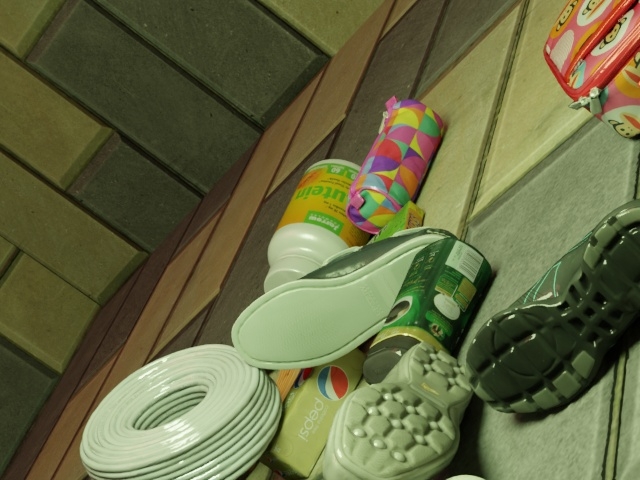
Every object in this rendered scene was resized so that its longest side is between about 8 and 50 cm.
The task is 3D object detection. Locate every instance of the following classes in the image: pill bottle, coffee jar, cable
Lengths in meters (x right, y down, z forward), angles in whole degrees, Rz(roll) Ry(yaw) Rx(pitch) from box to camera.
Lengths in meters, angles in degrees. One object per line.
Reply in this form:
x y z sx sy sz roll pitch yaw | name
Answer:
0.000 0.000 2.012 0.136 0.136 0.246 -41 17 43 | pill bottle
0.118 0.090 1.466 0.096 0.079 0.184 -32 23 53 | coffee jar
-0.171 0.228 1.633 0.257 0.089 0.257 -7 28 39 | cable

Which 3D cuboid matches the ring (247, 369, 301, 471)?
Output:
-0.115 0.270 1.949 0.336 0.032 0.336 -50 12 14 | ring

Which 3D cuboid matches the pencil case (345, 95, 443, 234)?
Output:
0.111 -0.116 2.009 0.104 0.104 0.236 -41 18 44 | pencil case

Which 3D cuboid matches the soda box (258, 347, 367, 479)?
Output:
-0.010 0.209 1.653 0.181 0.061 0.058 -60 15 -27 | soda box

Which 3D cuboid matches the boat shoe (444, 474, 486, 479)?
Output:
0.066 0.281 1.136 0.227 0.079 0.081 -40 13 35 | boat shoe

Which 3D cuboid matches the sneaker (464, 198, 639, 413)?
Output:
0.235 0.058 1.155 0.267 0.101 0.106 -46 -8 33 | sneaker

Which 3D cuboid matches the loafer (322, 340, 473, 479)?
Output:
0.069 0.186 1.223 0.111 0.112 0.319 -62 -13 17 | loafer

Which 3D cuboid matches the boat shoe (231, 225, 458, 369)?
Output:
0.037 0.071 1.620 0.302 0.114 0.091 -19 11 9 | boat shoe

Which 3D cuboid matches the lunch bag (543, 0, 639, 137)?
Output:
0.375 -0.251 1.396 0.293 0.120 0.258 -50 16 20 | lunch bag

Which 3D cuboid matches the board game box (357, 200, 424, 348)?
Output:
0.081 0.055 1.805 0.124 0.039 0.259 -47 11 31 | board game box
